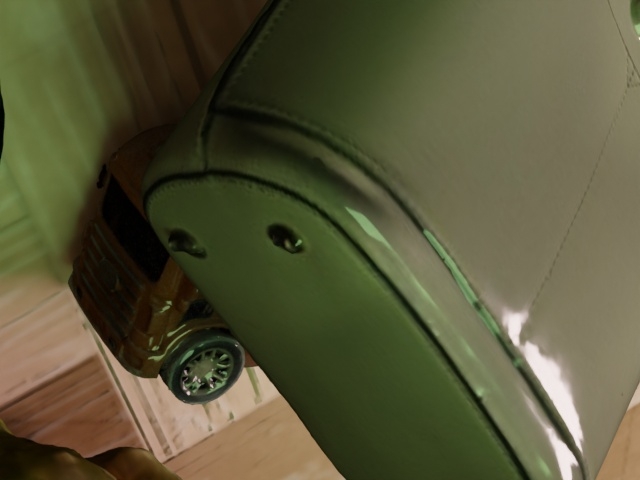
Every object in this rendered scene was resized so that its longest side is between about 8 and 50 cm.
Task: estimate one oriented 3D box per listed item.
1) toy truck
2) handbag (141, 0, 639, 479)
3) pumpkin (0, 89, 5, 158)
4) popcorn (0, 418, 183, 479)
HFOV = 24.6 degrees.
[{"bbox_3d":[0.000,0.000,0.601,0.192,0.083,0.092,-4,125,-33],"label":"toy truck"},{"bbox_3d":[0.081,-0.059,0.557,0.241,0.109,0.315,56,51,-31],"label":"handbag"},{"bbox_3d":[-0.172,-0.037,0.423,0.167,0.125,0.167,-14,122,-24],"label":"pumpkin"},{"bbox_3d":[-0.102,0.203,0.573,0.247,0.282,0.282,-48,136,3],"label":"popcorn"}]
